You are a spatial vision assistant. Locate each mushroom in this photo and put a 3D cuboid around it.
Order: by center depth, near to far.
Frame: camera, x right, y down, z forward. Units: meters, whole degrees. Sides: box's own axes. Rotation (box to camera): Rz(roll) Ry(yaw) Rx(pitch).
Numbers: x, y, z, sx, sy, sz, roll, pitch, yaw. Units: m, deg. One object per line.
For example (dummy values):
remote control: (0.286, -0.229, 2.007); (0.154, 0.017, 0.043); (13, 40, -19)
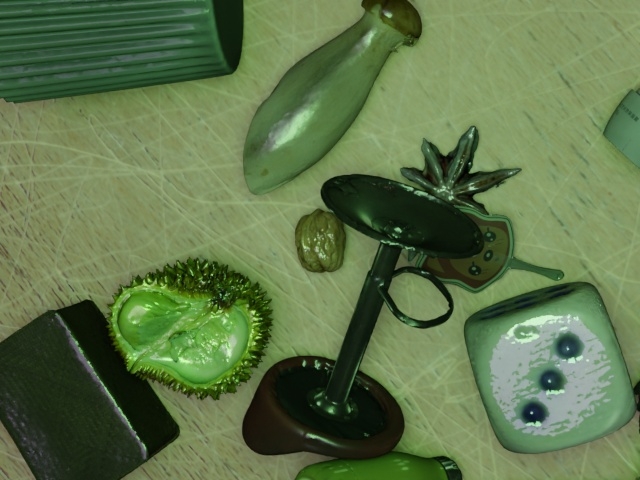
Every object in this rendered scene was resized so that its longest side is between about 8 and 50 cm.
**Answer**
mushroom: (0.006, -0.210, 1.349); (0.128, 0.128, 0.350); (43, 98, 5)

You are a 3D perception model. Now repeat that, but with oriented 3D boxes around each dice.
dice: (0.312, 0.171, 1.287); (0.193, 0.194, 0.191); (-17, 90, 13)

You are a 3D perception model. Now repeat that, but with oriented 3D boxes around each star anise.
star anise: (0.192, -0.065, 1.357); (0.181, 0.061, 0.204); (7, 97, 4)

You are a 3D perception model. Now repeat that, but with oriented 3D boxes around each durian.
durian: (-0.182, 0.127, 1.384); (0.237, 0.176, 0.200); (7, 105, 15)

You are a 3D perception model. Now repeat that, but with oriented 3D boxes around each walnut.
walnut: (0.000, 0.000, 1.389); (0.079, 0.082, 0.096); (-7, 85, 41)

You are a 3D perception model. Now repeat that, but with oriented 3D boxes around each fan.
fan: (0.248, 0.024, 1.349); (0.220, 0.009, 0.132); (17, 117, -7)

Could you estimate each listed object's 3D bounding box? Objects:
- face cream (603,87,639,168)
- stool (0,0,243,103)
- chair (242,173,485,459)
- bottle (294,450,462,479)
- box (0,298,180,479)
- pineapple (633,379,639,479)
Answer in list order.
face cream: (0.453, -0.153, 1.275); (0.117, 0.117, 0.104); (43, 109, 5)
stool: (-0.291, -0.349, 1.320); (0.330, 0.297, 0.297); (-3, 94, 6)
chair: (0.048, 0.132, 1.294); (0.226, 0.226, 0.401); (24, 114, 8)
bottle: (0.089, 0.354, 1.324); (0.112, 0.260, 0.112); (-1, 89, 53)
box: (-0.376, 0.252, 1.447); (0.184, 0.143, 0.273); (-35, 86, 11)
pineapple: (0.509, 0.231, 1.290); (0.166, 0.165, 0.364); (1, 86, 10)
